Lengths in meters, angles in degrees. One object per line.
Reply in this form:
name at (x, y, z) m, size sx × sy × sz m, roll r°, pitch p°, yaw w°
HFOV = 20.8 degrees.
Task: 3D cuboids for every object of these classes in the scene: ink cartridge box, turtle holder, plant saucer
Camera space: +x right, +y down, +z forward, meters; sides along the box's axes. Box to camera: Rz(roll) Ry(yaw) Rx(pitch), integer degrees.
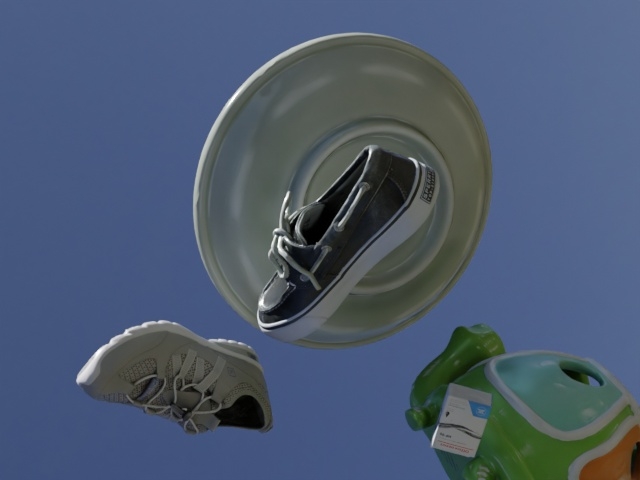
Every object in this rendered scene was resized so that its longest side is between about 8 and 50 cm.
ink cartridge box at (0.147, 0.196, 1.837) m, size 0.028 × 0.048 × 0.083 m, roll -75°, pitch 0°, yaw -63°
turtle holder at (0.240, 0.240, 2.041) m, size 0.227 × 0.320 × 0.243 m, roll -30°, pitch -76°, yaw -12°
plant saucer at (0.048, -0.047, 2.122) m, size 0.400 × 0.100 × 0.400 m, roll -6°, pitch -73°, yaw -21°

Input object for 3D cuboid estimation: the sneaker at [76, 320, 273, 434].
sneaker at (-0.155, 0.169, 2.035) m, size 0.281 × 0.105 × 0.115 m, roll 7°, pitch -139°, yaw -46°

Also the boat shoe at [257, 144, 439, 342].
boat shoe at (0.000, 0.003, 1.898) m, size 0.105 × 0.306 × 0.113 m, roll 25°, pitch -131°, yaw -23°
